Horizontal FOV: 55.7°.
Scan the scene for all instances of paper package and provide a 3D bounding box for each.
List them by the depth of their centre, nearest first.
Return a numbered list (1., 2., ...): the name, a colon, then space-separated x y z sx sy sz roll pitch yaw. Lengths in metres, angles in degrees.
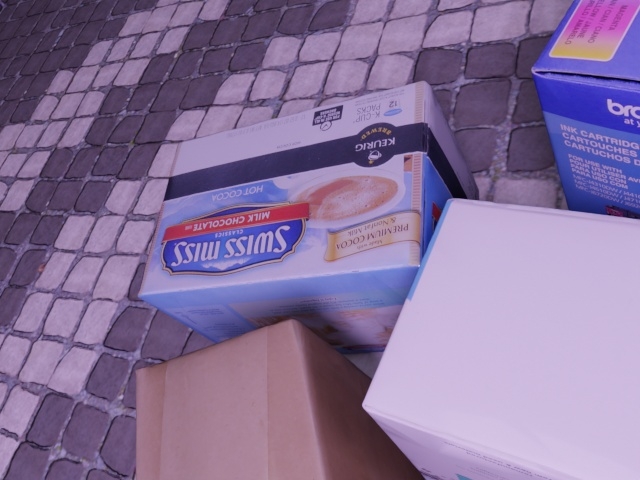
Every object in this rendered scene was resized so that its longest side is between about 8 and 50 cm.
1. paper package: -0.007 0.273 0.524 0.168 0.309 0.325 -23 53 15

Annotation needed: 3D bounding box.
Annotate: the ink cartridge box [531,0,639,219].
1. ink cartridge box: 0.337 -0.150 0.545 0.151 0.395 0.270 24 74 37

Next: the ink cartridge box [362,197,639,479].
1. ink cartridge box: 0.196 0.131 0.518 0.197 0.270 0.198 10 61 32

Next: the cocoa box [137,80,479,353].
1. cocoa box: 0.000 0.000 0.743 0.346 0.231 0.228 -8 58 26
